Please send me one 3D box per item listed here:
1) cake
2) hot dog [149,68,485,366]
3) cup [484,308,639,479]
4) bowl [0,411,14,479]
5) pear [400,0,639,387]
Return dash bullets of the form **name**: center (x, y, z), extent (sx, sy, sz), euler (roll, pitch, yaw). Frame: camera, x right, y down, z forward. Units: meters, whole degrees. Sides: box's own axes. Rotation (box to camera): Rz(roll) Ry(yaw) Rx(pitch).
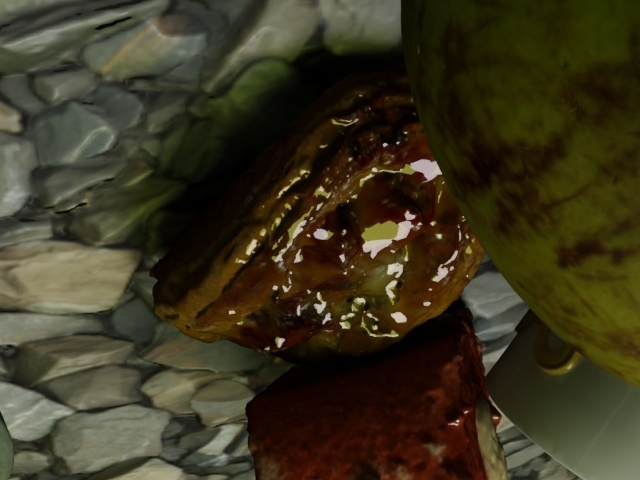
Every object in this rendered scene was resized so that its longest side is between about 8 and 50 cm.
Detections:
- **cake**: center (0.051, 0.153, 0.930), extent (0.151, 0.177, 0.283), euler (-18, 180, 7)
- **hot dog**: center (0.001, -0.002, 0.811), extent (0.160, 0.099, 0.227), euler (8, 140, -31)
- **cup**: center (0.219, 0.035, 0.860), extent (0.185, 0.241, 0.226), euler (25, 104, -15)
- **bowl**: center (-0.314, 0.072, 0.755), extent (0.289, 0.146, 0.289), euler (-11, 149, -7)
- **pear**: center (0.170, -0.072, 0.597), extent (0.284, 0.283, 0.283), euler (-10, 148, -6)
